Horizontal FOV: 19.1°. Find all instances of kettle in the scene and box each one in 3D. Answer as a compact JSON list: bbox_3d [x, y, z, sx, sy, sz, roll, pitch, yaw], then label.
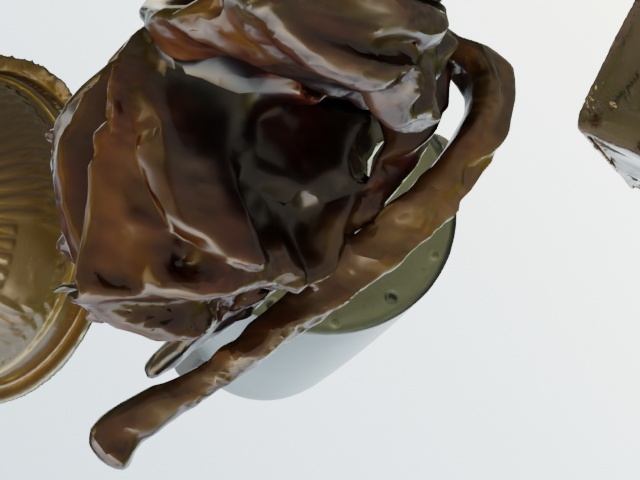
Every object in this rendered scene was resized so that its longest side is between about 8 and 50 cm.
[{"bbox_3d":[0.000,0.000,1.203,0.160,0.210,0.243,49,161,8],"label":"kettle"}]

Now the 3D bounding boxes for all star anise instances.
[{"bbox_3d":[-0.004,-0.064,0.566,0.125,0.220,0.190,15,-147,-16],"label":"star anise"}]

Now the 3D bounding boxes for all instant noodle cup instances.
[{"bbox_3d":[-0.282,-0.013,1.432,0.090,0.274,0.274,7,-137,-54],"label":"instant noodle cup"}]

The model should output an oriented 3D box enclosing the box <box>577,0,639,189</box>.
[{"bbox_3d":[0.370,-0.077,1.357,0.297,0.190,0.225,26,180,22],"label":"box"}]
